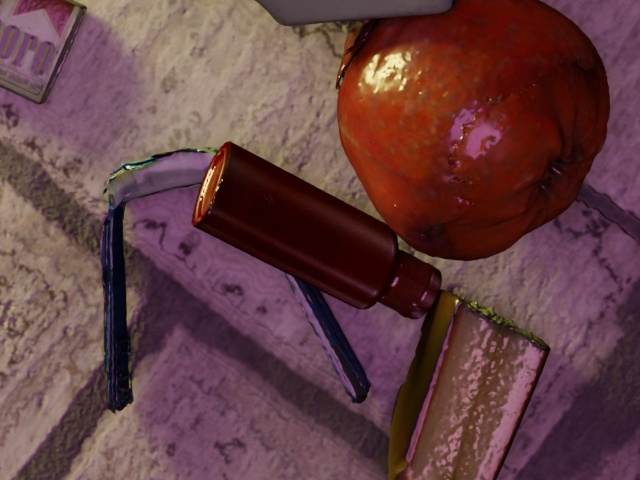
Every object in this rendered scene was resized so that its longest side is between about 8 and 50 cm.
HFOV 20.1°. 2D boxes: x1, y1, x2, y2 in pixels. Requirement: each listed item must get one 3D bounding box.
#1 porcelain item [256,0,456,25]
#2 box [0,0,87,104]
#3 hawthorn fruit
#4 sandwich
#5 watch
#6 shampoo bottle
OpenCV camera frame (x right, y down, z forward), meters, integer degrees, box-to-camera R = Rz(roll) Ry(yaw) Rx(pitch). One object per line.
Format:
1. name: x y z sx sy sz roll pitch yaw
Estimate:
1. porcelain item: 0.025 -0.350 1.641 0.286 0.157 0.281 -2 125 29
2. box: -0.348 -0.229 1.883 0.177 0.036 0.115 25 95 2
3. hawthorn fruit: 0.125 -0.144 1.753 0.276 0.276 0.307 -45 76 6
4. sandwich: 0.138 0.179 1.835 0.122 0.128 0.236 22 93 -4
5. watch: -0.092 0.038 1.869 0.276 0.068 0.274 -3 93 3
6. shampoo bottle: 0.000 0.000 1.822 0.260 0.064 0.102 28 54 -18
